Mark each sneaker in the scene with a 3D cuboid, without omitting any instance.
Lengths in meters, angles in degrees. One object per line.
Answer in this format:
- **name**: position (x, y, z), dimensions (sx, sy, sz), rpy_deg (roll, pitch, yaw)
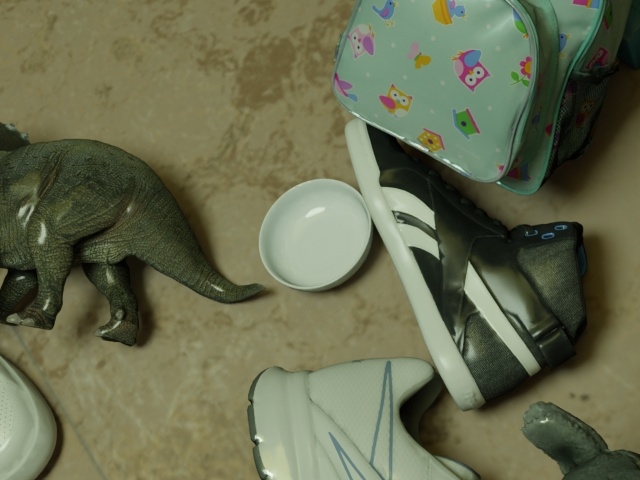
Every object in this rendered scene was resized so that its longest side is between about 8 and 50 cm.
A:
- **sneaker**: position (0.104, -0.006, 0.923), dimensions (0.121, 0.079, 0.217), rpy_deg (-24, 66, 5)
- **sneaker**: position (-0.329, 0.073, 1.006), dimensions (0.292, 0.169, 0.108), rpy_deg (29, 78, 29)
- **sneaker**: position (0.042, 0.194, 0.835), dimensions (0.129, 0.111, 0.297), rpy_deg (-18, 62, 8)

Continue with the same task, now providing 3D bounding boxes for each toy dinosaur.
- **toy dinosaur**: position (-0.190, -0.014, 1.018), dimensions (0.313, 0.121, 0.160), rpy_deg (6, 82, 29)

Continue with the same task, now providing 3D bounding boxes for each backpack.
- **backpack**: position (0.104, -0.139, 0.880), dimensions (0.165, 0.144, 0.188), rpy_deg (30, 118, 21)

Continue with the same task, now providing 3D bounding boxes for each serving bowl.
- **serving bowl**: position (0.000, 0.000, 0.985), dimensions (0.083, 0.027, 0.083), rpy_deg (-9, 63, 18)

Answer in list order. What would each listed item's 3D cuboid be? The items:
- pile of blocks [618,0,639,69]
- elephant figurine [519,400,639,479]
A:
- **pile of blocks**: position (0.218, -0.190, 0.933), dimensions (0.362, 0.112, 0.149), rpy_deg (-14, 62, 16)
- **elephant figurine**: position (0.154, 0.248, 0.743), dimensions (0.239, 0.169, 0.186), rpy_deg (-60, 29, 7)
